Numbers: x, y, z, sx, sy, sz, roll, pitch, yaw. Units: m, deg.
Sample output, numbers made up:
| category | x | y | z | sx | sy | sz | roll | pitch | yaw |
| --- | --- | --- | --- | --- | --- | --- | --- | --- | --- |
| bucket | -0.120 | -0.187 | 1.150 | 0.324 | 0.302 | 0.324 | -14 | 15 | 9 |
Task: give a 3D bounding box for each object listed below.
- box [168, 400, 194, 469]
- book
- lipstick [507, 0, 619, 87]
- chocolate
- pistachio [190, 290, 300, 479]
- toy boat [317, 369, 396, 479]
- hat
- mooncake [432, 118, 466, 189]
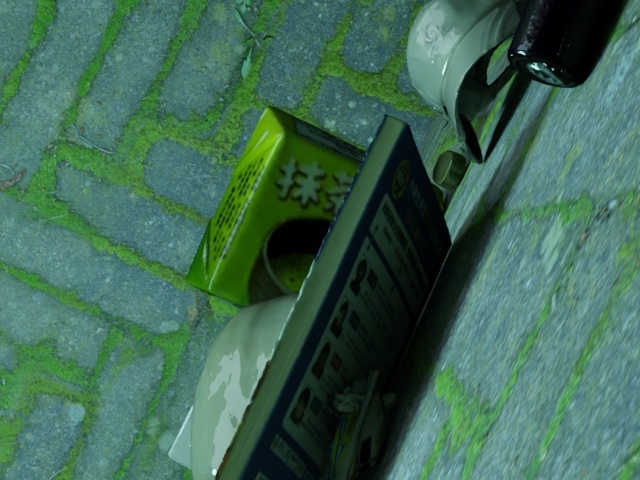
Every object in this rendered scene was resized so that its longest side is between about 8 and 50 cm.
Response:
| category | x | y | z | sx | sy | sz | roll | pitch | yaw |
| --- | --- | --- | --- | --- | --- | --- | --- | --- | --- |
| box | -0.070 | 0.241 | 1.861 | 0.106 | 0.203 | 0.252 | -62 | 1 | 24 |
| book | 0.027 | 0.117 | 1.467 | 0.428 | 0.039 | 0.300 | -65 | -24 | -19 |
| lipstick | 0.256 | -0.280 | 1.252 | 0.081 | 0.081 | 0.300 | 121 | 174 | -82 |
| chocolate | 0.000 | 0.000 | 1.982 | 0.289 | 0.301 | 0.137 | -64 | 14 | 5 |
| pistachio | -0.049 | 0.196 | 1.630 | 0.226 | 0.207 | 0.332 | 108 | -174 | -50 |
| toy boat | 0.026 | 0.220 | 1.363 | 0.210 | 0.066 | 0.084 | -70 | -16 | -49 |
| hat | 0.187 | -0.229 | 1.743 | 0.275 | 0.161 | 0.232 | -74 | 5 | -65 |
| mooncake | 0.195 | -0.149 | 2.086 | 0.150 | 0.057 | 0.347 | -48 | 8 | 37 |
